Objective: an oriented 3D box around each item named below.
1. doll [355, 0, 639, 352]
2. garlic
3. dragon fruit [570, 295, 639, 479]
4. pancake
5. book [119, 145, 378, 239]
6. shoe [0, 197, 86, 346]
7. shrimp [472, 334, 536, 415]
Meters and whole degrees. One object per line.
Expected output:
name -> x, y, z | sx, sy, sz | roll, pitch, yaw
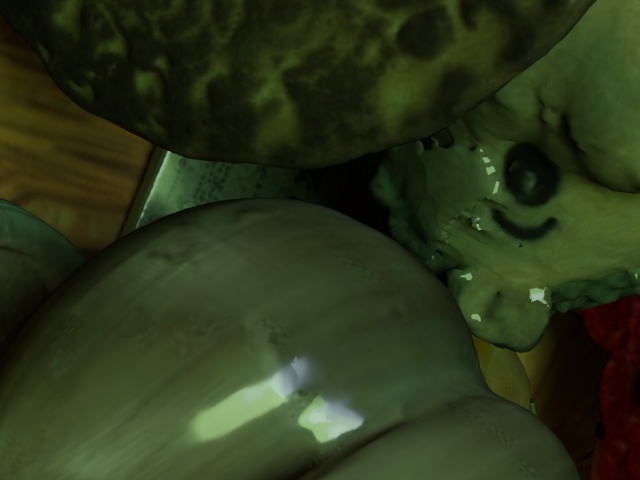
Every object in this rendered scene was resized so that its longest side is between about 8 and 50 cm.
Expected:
doll -> 0.090, -0.139, 0.743 | 0.247, 0.247, 0.349 | -6, 104, -29
garlic -> -0.019, 0.120, 0.685 | 0.292, 0.210, 0.237 | -14, 141, -44
dragon fruit -> 0.227, -0.014, 0.919 | 0.286, 0.228, 0.329 | -9, 71, -59
pancake -> -0.020, -0.164, 0.662 | 0.033, 0.288, 0.286 | 3, 77, -58
book -> 0.000, 0.000, 0.830 | 0.172, 0.012, 0.118 | 24, 84, -29
shoe -> -0.121, 0.107, 0.721 | 0.103, 0.100, 0.251 | -1, 91, -28
shrimp -> 0.015, 0.151, 0.827 | 0.145, 0.061, 0.267 | 24, 83, -37
